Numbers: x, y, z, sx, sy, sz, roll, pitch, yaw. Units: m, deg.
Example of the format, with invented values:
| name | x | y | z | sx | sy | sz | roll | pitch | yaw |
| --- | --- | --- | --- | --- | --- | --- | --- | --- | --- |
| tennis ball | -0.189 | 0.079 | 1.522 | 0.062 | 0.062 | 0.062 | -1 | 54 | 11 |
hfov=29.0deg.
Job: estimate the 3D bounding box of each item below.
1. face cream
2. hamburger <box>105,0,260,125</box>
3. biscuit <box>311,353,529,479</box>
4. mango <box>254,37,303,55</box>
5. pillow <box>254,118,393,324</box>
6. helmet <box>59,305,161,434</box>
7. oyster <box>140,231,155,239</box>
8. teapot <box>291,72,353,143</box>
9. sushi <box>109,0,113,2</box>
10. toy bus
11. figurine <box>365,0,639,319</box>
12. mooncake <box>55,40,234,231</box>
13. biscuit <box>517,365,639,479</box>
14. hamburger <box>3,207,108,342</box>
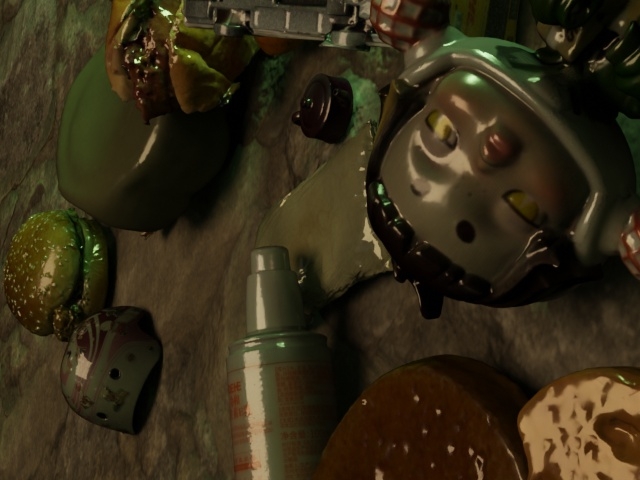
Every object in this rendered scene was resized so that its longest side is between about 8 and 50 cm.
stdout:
| name | x | y | z | sx | sy | sz | roll | pitch | yaw |
| --- | --- | --- | --- | --- | --- | --- | --- | --- | --- |
| face cream | -0.036 | 0.126 | 1.134 | 0.101 | 0.101 | 0.251 | -26 | 67 | 57 |
| hamburger | -0.139 | -0.288 | 1.365 | 0.155 | 0.282 | 0.245 | 8 | 120 | 22 |
| biscuit | 0.083 | 0.294 | 0.928 | 0.350 | 0.070 | 0.394 | 56 | 130 | 46 |
| mango | -0.023 | -0.294 | 1.277 | 0.141 | 0.102 | 0.217 | 29 | 116 | 33 |
| pillow | 0.000 | 0.000 | 1.192 | 0.230 | 0.050 | 0.148 | -36 | 57 | 49 |
| helmet | -0.289 | 0.164 | 1.615 | 0.177 | 0.107 | 0.153 | 49 | 127 | 55 |
| oyster | -0.221 | -0.053 | 1.638 | 0.086 | 0.029 | 0.132 | -52 | 33 | 28 |
| teapot | -0.001 | -0.132 | 1.236 | 0.100 | 0.045 | 0.067 | -22 | 61 | 57 |
| sushi | -0.191 | -0.334 | 1.580 | 0.241 | 0.107 | 0.161 | -46 | 41 | 39 |
| toy bus | 0.013 | -0.219 | 1.079 | 0.342 | 0.138 | 0.097 | 17 | 107 | 50 |
| figurine | 0.161 | -0.095 | 0.813 | 0.281 | 0.167 | 0.370 | 45 | 118 | 14 |
| mooncake | -0.210 | -0.139 | 1.512 | 0.275 | 0.135 | 0.275 | -28 | 53 | 44 |
| biscuit | 0.189 | 0.233 | 0.696 | 0.351 | 0.057 | 0.312 | 36 | 108 | 42 |
| hamburger | -0.386 | 0.053 | 1.811 | 0.215 | 0.122 | 0.189 | 46 | 120 | 54 |
